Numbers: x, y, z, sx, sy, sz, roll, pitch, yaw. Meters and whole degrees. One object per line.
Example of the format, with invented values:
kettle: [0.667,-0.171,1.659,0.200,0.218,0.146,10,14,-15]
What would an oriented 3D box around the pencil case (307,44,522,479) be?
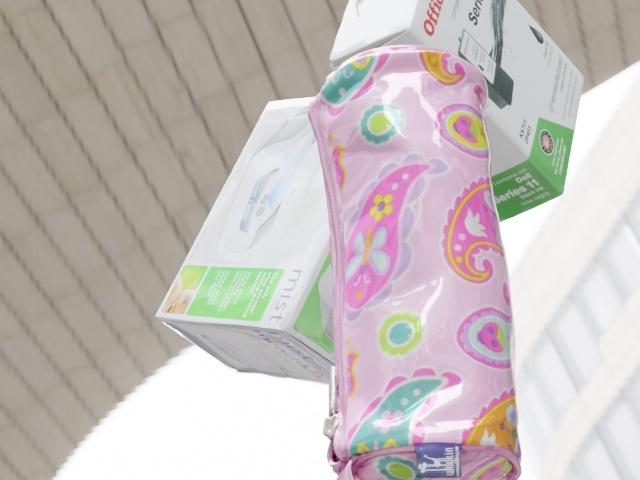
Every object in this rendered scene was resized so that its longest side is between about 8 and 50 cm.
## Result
pencil case: [0.056,0.023,1.056,0.124,0.284,0.124,-2,-24,-1]

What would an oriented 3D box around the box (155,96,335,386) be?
box: [0.000,0.000,1.652,0.127,0.231,0.262,37,-109,-29]

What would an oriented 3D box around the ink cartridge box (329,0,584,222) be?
ink cartridge box: [0.117,-0.139,1.413,0.087,0.153,0.208,-23,-54,38]
